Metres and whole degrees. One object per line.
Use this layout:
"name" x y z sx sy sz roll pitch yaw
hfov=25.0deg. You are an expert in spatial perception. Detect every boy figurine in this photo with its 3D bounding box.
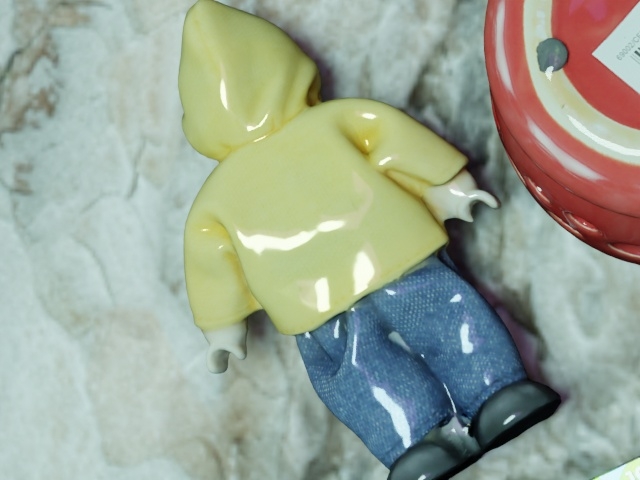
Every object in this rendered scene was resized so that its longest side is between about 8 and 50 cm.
"boy figurine" 0.000 0.000 0.766 0.177 0.092 0.285 -37 75 9

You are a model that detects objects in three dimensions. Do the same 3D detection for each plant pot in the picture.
"plant pot" 0.169 -0.088 0.689 0.191 0.174 0.191 -2 82 16

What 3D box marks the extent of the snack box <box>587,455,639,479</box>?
"snack box" 0.154 0.192 0.730 0.100 0.037 0.141 -27 78 10
